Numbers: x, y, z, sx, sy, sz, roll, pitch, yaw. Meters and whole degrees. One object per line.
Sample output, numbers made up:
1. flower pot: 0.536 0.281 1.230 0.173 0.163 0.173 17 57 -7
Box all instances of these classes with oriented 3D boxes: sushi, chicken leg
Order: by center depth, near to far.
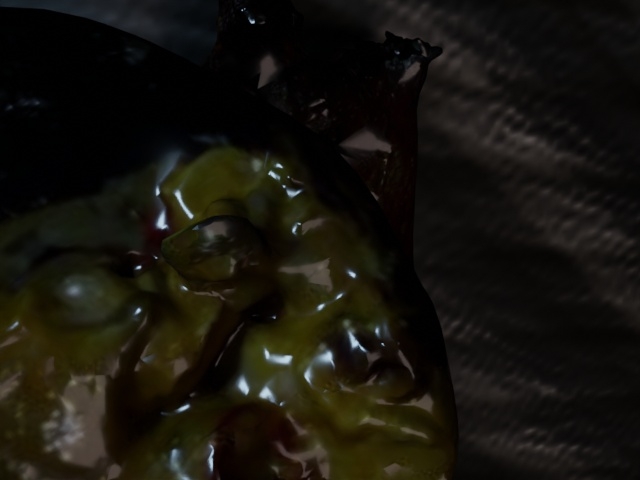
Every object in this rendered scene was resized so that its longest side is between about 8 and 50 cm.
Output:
1. sushi: -0.076 0.049 0.573 0.213 0.204 0.200 -35 138 -4
2. chicken leg: 0.000 0.000 0.694 0.105 0.063 0.234 -20 131 -18
